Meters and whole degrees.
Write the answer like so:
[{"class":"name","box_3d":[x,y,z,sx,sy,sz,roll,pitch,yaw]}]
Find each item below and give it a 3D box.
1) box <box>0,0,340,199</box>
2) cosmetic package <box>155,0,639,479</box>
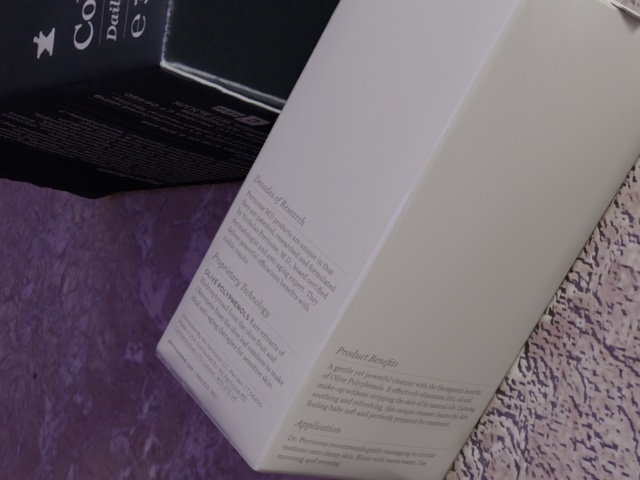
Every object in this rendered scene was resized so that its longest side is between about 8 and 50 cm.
[{"class":"box","box_3d":[-0.135,-0.304,1.084,0.471,0.297,0.480,-3,77,47]},{"class":"cosmetic package","box_3d":[0.070,-0.022,0.867,0.155,0.197,0.365,41,107,44]}]
